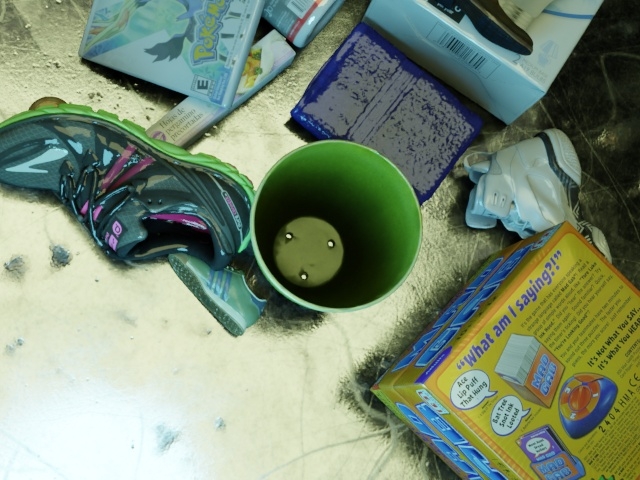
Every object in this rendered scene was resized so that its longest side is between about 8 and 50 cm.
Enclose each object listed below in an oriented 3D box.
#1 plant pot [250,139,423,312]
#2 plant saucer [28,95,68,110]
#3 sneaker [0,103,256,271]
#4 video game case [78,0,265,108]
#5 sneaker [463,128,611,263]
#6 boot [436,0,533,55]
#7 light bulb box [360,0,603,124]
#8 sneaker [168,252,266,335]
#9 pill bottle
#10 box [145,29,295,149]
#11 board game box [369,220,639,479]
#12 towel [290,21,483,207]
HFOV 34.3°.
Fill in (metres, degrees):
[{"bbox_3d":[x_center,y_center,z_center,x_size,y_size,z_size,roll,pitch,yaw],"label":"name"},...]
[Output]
[{"bbox_3d":[0.000,0.000,1.754,0.274,0.293,0.275,2,80,-11],"label":"plant pot"},{"bbox_3d":[-0.481,-0.218,1.846,0.083,0.015,0.083,2,81,-10],"label":"plant saucer"},{"bbox_3d":[-0.340,-0.081,1.738,0.482,0.185,0.202,16,52,-4],"label":"sneaker"},{"bbox_3d":[-0.244,-0.433,1.818,0.300,0.036,0.329,20,98,11],"label":"video game case"},{"bbox_3d":[0.392,-0.019,1.912,0.210,0.137,0.366,-11,77,-11],"label":"sneaker"},{"bbox_3d":[0.291,-0.411,1.755,0.219,0.082,0.106,37,81,0],"label":"boot"},{"bbox_3d":[0.328,-0.478,1.929,0.358,0.225,0.361,33,78,-3],"label":"light bulb box"},{"bbox_3d":[-0.176,0.074,1.835,0.192,0.064,0.086,47,61,5],"label":"sneaker"},{"bbox_3d":[-0.093,-0.501,1.889,0.283,0.161,0.161,41,76,-1],"label":"pill bottle"},{"bbox_3d":[-0.185,-0.258,1.881,0.324,0.067,0.063,-41,89,-13],"label":"box"},{"bbox_3d":[0.362,0.240,1.748,0.356,0.356,0.356,44,76,-1],"label":"board game box"},{"bbox_3d":[0.123,-0.227,1.934,0.308,0.076,0.228,38,83,-3],"label":"towel"}]
